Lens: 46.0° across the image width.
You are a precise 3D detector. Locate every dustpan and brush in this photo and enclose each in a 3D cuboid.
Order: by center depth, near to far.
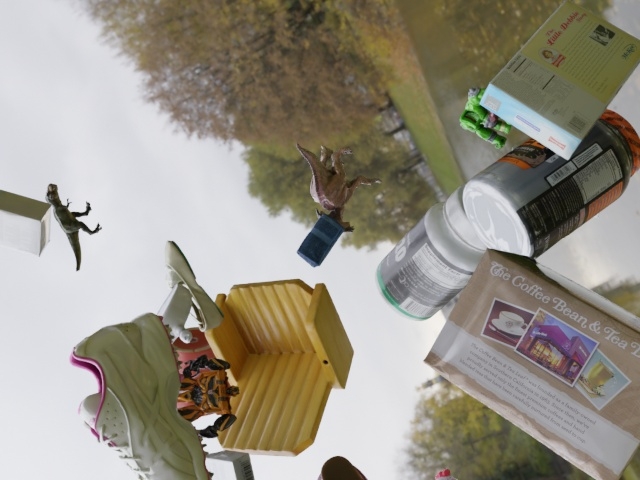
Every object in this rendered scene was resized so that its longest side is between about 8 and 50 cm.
[{"bbox_3d":[-0.280,0.163,1.434,0.060,0.147,0.211,32,173,-13],"label":"dustpan and brush"}]

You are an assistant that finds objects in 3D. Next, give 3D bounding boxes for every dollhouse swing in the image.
[{"bbox_3d":[-0.146,0.316,1.887,0.305,0.346,0.315,-52,-53,-48],"label":"dollhouse swing"}]

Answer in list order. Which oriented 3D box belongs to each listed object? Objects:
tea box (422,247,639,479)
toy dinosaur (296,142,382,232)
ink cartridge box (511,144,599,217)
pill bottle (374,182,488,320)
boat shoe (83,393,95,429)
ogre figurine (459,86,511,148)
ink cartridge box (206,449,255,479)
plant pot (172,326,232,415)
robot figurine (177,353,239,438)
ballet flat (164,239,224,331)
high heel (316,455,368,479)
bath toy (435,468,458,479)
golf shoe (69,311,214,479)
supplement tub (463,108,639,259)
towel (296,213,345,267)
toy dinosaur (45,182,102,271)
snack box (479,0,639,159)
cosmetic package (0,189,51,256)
[{"bbox_3d":[0.397,0.187,1.231,0.329,0.220,0.323,32,-170,26],"label":"tea box"},{"bbox_3d":[0.025,-0.116,1.863,0.127,0.200,0.295,21,168,36],"label":"toy dinosaur"},{"bbox_3d":[0.553,-0.141,1.776,0.087,0.208,0.153,86,-167,-49],"label":"ink cartridge box"},{"bbox_3d":[0.312,0.032,1.918,0.204,0.361,0.204,20,-136,-21],"label":"pill bottle"},{"bbox_3d":[-0.525,0.535,2.170,0.112,0.335,0.096,-27,-47,-79],"label":"boat shoe"},{"bbox_3d":[0.389,-0.294,1.740,0.197,0.118,0.097,55,-126,-78],"label":"ogre figurine"},{"bbox_3d":[-0.236,0.596,1.798,0.066,0.232,0.189,-15,-87,-39],"label":"ink cartridge box"},{"bbox_3d":[-0.450,0.463,2.728,0.275,0.274,0.243,-89,-3,-69],"label":"plant pot"},{"bbox_3d":[-0.349,0.402,1.895,0.085,0.290,0.211,65,-166,-72],"label":"robot figurine"},{"bbox_3d":[-0.332,0.118,1.861,0.249,0.086,0.086,57,-169,-5],"label":"ballet flat"},{"bbox_3d":[0.109,0.529,1.222,0.181,0.127,0.377,84,162,-62],"label":"high heel"},{"bbox_3d":[0.237,0.534,1.513,0.348,0.151,0.129,29,-123,-64],"label":"bath toy"},{"bbox_3d":[-0.227,0.246,0.953,0.115,0.140,0.306,-50,56,53],"label":"golf shoe"},{"bbox_3d":[0.476,-0.118,1.532,0.207,0.338,0.207,50,162,22],"label":"supplement tub"},{"bbox_3d":[0.000,0.000,1.759,0.067,0.119,0.029,38,165,-9],"label":"towel"},{"bbox_3d":[-0.730,-0.052,2.256,0.064,0.118,0.268,-11,101,61],"label":"toy dinosaur"},{"bbox_3d":[0.452,-0.304,1.376,0.187,0.322,0.060,36,149,13],"label":"snack box"},{"bbox_3d":[-0.638,-0.052,1.431,0.060,0.238,0.099,-79,7,-52],"label":"cosmetic package"}]
